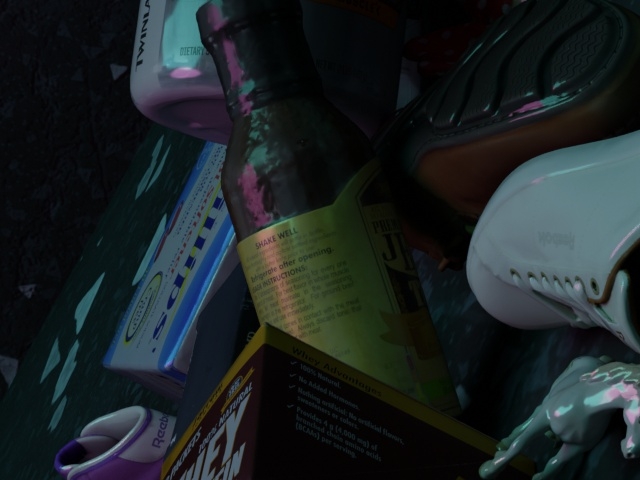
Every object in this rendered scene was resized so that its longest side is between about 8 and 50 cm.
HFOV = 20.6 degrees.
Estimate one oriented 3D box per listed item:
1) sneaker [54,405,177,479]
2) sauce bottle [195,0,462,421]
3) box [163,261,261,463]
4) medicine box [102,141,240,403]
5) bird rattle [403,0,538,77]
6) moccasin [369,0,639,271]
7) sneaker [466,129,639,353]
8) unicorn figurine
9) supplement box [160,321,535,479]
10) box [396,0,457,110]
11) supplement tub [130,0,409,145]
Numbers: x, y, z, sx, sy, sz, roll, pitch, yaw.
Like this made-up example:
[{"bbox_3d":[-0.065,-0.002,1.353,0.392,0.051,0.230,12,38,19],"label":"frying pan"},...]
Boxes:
[{"bbox_3d":[-0.185,0.246,1.624,0.282,0.161,0.102,-54,18,35],"label":"sneaker"},{"bbox_3d":[0.000,0.000,1.153,0.111,0.111,0.344,-29,78,65],"label":"sauce bottle"},{"bbox_3d":[-0.013,0.114,1.264,0.093,0.158,0.156,-51,19,37],"label":"box"},{"bbox_3d":[-0.053,0.027,1.576,0.264,0.149,0.289,-66,14,-11],"label":"medicine box"},{"bbox_3d":[0.151,-0.226,1.387,0.207,0.143,0.253,-35,30,29],"label":"bird rattle"},{"bbox_3d":[0.128,-0.050,1.147,0.139,0.147,0.380,-53,6,-24],"label":"moccasin"},{"bbox_3d":[0.156,0.015,0.956,0.290,0.106,0.123,-35,29,59],"label":"sneaker"},{"bbox_3d":[0.140,0.098,0.950,0.111,0.060,0.162,-47,13,15],"label":"unicorn figurine"},{"bbox_3d":[0.012,0.184,0.984,0.129,0.191,0.194,-55,16,27],"label":"supplement box"},{"bbox_3d":[0.080,-0.254,1.609,0.169,0.087,0.290,86,-162,-54],"label":"box"},{"bbox_3d":[-0.027,-0.250,1.364,0.207,0.207,0.338,161,117,-69],"label":"supplement tub"}]
